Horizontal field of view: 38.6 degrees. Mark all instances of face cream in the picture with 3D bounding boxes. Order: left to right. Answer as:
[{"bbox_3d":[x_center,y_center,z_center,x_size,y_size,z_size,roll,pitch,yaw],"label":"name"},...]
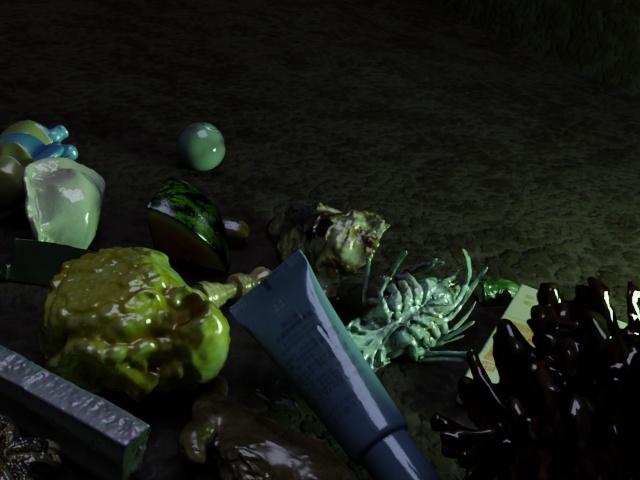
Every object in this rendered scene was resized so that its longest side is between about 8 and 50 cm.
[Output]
[{"bbox_3d":[0.024,0.192,1.223,0.385,0.135,0.086,52,5,26],"label":"face cream"}]

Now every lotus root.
[{"bbox_3d":[-0.177,-0.020,1.681,0.099,0.049,0.054,8,29,6],"label":"lotus root"}]

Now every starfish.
[{"bbox_3d":[-0.393,0.271,1.044,0.146,0.074,0.190,21,31,5],"label":"starfish"}]

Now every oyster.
[{"bbox_3d":[0.006,-0.006,1.621,0.197,0.133,0.337,-30,17,-8],"label":"oyster"}]

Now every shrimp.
[{"bbox_3d":[0.126,0.123,1.434,0.410,0.166,0.221,-30,82,-33],"label":"shrimp"}]

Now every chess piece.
[{"bbox_3d":[-0.137,0.080,1.504,0.060,0.060,0.172,32,31,34],"label":"chess piece"}]

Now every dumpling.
[{"bbox_3d":[-0.439,-0.056,1.534,0.151,0.124,0.229,37,37,-35],"label":"dumpling"}]

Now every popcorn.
[{"bbox_3d":[-0.276,0.121,1.254,0.225,0.174,0.286,-28,39,-30],"label":"popcorn"}]

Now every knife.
[{"bbox_3d":[-0.464,0.034,1.455,0.245,0.072,0.019,7,3,-8],"label":"knife"}]

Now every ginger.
[{"bbox_3d":[-0.071,0.270,1.151,0.333,0.080,0.166,33,22,29],"label":"ginger"}]

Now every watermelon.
[{"bbox_3d":[-0.225,-0.044,1.600,0.137,0.193,0.145,-15,42,40],"label":"watermelon"}]

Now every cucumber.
[{"bbox_3d":[0.331,0.088,1.689,0.107,0.035,0.067,-1,29,-26],"label":"cucumber"}]

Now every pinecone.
[{"bbox_3d":[0.313,0.237,1.066,0.397,0.398,0.398,9,28,-5],"label":"pinecone"}]

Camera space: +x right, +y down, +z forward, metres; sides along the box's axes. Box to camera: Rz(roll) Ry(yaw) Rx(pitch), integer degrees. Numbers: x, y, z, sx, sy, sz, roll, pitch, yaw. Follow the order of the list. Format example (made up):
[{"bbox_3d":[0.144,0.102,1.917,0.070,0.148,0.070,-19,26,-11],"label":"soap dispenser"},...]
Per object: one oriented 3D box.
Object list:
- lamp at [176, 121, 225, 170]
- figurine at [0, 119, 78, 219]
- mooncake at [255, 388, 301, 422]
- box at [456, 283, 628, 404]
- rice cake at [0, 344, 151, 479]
[{"bbox_3d":[-0.251,-0.197,1.923,0.105,0.105,0.105,9,28,-5],"label":"lamp"},{"bbox_3d":[-0.530,-0.143,1.667,0.179,0.154,0.262,9,34,12],"label":"figurine"},{"bbox_3d":[-0.062,0.161,1.378,0.150,0.057,0.347,31,23,-33],"label":"mooncake"},{"bbox_3d":[0.371,0.195,1.486,0.204,0.051,0.365,22,30,18],"label":"box"},{"bbox_3d":[-0.341,0.210,1.134,0.297,0.106,0.050,23,40,20],"label":"rice cake"}]
